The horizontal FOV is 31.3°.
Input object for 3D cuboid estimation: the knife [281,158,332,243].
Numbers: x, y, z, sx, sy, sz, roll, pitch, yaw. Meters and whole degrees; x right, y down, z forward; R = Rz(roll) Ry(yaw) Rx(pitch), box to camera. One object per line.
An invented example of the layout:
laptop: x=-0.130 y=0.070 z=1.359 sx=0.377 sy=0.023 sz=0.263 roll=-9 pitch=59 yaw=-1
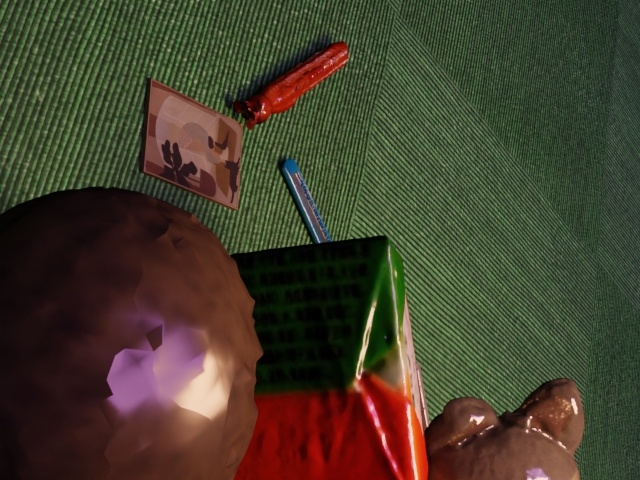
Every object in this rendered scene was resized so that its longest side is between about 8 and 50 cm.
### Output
knife: x=0.002 y=0.000 z=1.841 sx=0.044 sy=0.026 sz=0.296 roll=-43 pitch=119 yaw=-37

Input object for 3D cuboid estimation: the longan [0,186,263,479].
longan: x=-0.233 y=0.139 z=1.158 sx=0.391 sy=0.391 sz=0.391 roll=17 pitch=70 yaw=-53

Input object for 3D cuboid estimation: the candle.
candle: x=-0.038 y=-0.250 z=1.820 sx=0.329 sy=0.048 sz=0.051 roll=-42 pitch=158 yaw=-51

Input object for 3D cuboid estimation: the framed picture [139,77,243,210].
framed picture: x=-0.179 y=-0.133 z=1.622 sx=0.201 sy=0.010 sz=0.136 roll=23 pitch=65 yaw=-52

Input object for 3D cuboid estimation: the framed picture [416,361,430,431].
framed picture: x=0.151 y=0.316 z=2.003 sx=0.142 sy=0.011 sz=0.183 roll=-13 pitch=93 yaw=-56

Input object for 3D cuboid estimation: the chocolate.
chocolate: x=-0.044 y=0.181 z=1.470 sx=0.161 sy=0.360 sz=0.341 roll=-2 pitch=85 yaw=-71

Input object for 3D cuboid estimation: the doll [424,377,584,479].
doll: x=0.209 y=0.348 z=1.611 sx=0.252 sy=0.378 sz=0.382 roll=-1 pitch=107 yaw=-25
